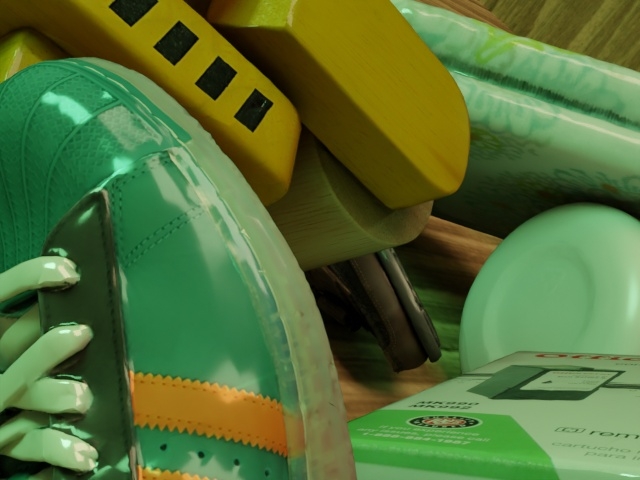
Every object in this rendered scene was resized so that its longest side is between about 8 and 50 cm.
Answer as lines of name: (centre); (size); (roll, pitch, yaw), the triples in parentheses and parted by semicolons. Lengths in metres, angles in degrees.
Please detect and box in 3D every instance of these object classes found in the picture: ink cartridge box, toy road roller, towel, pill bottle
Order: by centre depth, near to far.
toy road roller: (-0.094, -0.042, 0.537); (0.329, 0.202, 0.240); (40, 47, -37)
ink cartridge box: (0.147, 0.132, 0.539); (0.211, 0.121, 0.289); (1, 3, 27)
pill bottle: (0.273, 0.105, 0.862); (0.323, 0.181, 0.181); (24, 25, -33)
towel: (0.165, -0.073, 0.894); (0.374, 0.090, 0.320); (19, -11, 6)

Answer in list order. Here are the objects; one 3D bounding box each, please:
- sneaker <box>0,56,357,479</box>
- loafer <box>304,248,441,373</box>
sneaker: (-0.059, 0.090, 0.319); (0.121, 0.108, 0.302); (-13, 82, -51)
loafer: (0.000, 0.000, 0.807); (0.267, 0.084, 0.096); (62, 0, 41)
